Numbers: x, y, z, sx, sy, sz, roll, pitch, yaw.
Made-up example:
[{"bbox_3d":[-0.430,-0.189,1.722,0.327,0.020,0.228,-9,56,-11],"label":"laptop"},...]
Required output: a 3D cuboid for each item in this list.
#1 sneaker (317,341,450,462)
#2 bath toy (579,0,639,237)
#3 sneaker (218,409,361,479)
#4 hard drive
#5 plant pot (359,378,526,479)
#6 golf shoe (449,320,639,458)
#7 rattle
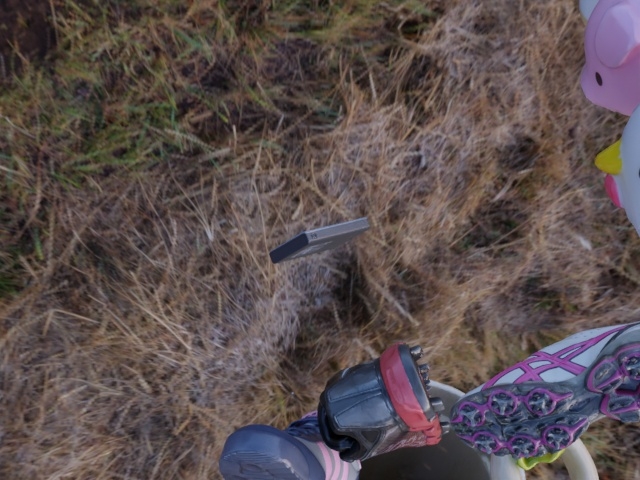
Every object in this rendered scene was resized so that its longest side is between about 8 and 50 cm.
[{"bbox_3d":[0.068,0.187,0.912,0.135,0.276,0.097,-22,69,4],"label":"sneaker"},{"bbox_3d":[0.210,-0.124,0.459,0.129,0.151,0.348,43,45,-25],"label":"bath toy"},{"bbox_3d":[-0.027,0.247,0.967,0.112,0.319,0.131,4,62,17],"label":"sneaker"},{"bbox_3d":[0.000,0.000,1.266,0.135,0.094,0.022,-14,78,-43],"label":"hard drive"},{"bbox_3d":[0.141,0.459,1.425,0.334,0.305,0.334,8,47,-9],"label":"plant pot"},{"bbox_3d":[0.192,0.115,0.650,0.186,0.086,0.067,-22,104,21],"label":"golf shoe"},{"bbox_3d":[0.261,0.253,0.805,0.130,0.143,0.199,13,52,-40],"label":"rattle"}]
